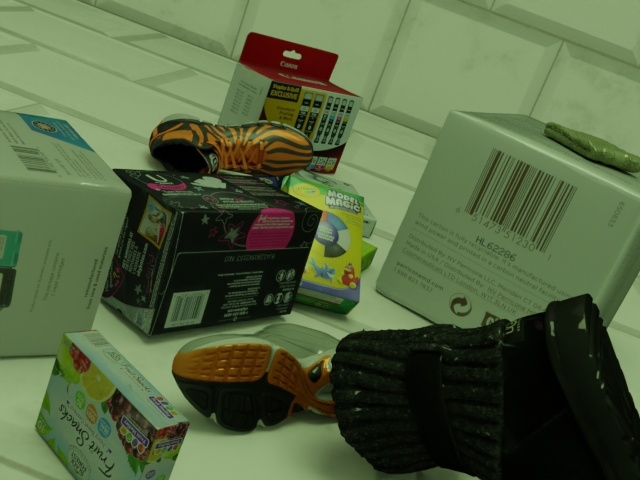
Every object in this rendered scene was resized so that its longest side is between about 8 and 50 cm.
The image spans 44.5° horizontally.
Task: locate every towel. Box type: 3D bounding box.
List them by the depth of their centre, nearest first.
[{"bbox_3d":[0.424,-0.148,1.223,0.110,0.027,0.148,13,20,-20],"label":"towel"}]

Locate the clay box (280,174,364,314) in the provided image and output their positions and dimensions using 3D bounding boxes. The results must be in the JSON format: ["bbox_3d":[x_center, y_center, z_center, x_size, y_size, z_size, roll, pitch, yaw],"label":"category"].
[{"bbox_3d":[-0.003,-0.007,1.179,0.128,0.053,0.221,15,56,-16],"label":"clay box"}]

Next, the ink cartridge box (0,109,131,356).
[{"bbox_3d":[-0.369,-0.016,0.765,0.270,0.197,0.198,5,25,-40],"label":"ink cartridge box"}]

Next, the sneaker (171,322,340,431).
[{"bbox_3d":[-0.060,0.137,0.855,0.263,0.099,0.121,14,11,-43],"label":"sneaker"}]

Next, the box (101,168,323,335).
[{"bbox_3d":[-0.144,0.009,0.989,0.142,0.163,0.247,30,20,35],"label":"box"}]

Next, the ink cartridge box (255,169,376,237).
[{"bbox_3d":[-0.017,-0.092,1.594,0.224,0.045,0.223,14,20,-18],"label":"ink cartridge box"}]

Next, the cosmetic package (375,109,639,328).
[{"bbox_3d":[0.365,-0.010,1.329,0.330,0.327,0.394,30,21,26],"label":"cosmetic package"}]

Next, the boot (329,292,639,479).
[{"bbox_3d":[0.180,0.221,0.764,0.260,0.347,0.131,-18,11,26],"label":"boot"}]

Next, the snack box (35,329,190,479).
[{"bbox_3d":[-0.176,0.153,0.647,0.141,0.100,0.037,33,21,35],"label":"snack box"}]

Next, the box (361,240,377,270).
[{"bbox_3d":[0.000,0.000,1.357,0.178,0.042,0.109,25,18,15],"label":"box"}]

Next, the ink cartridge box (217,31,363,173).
[{"bbox_3d":[-0.062,-0.306,1.791,0.130,0.271,0.310,35,23,36],"label":"ink cartridge box"}]

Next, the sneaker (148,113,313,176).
[{"bbox_3d":[-0.173,-0.157,1.511,0.321,0.124,0.180,4,26,-3],"label":"sneaker"}]
